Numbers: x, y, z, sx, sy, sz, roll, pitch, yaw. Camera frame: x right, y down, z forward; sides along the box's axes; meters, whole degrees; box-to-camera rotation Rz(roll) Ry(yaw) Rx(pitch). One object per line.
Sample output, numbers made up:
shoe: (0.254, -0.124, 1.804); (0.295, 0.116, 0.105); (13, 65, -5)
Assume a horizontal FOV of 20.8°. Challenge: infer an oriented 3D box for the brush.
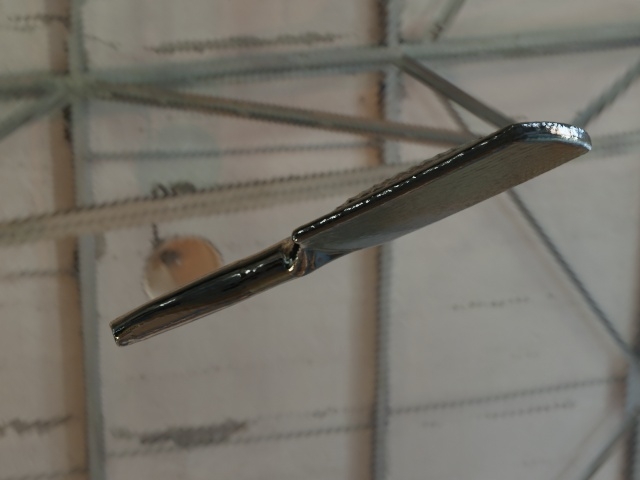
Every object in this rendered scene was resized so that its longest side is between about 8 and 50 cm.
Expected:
brush: (0.000, 0.000, 0.588); (0.193, 0.016, 0.063); (-26, -15, 28)
